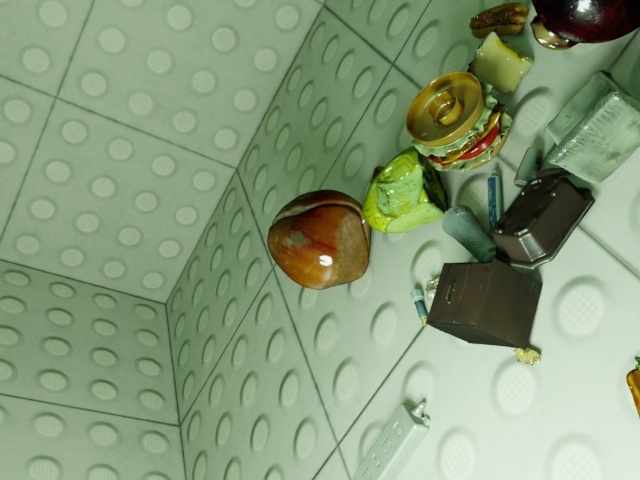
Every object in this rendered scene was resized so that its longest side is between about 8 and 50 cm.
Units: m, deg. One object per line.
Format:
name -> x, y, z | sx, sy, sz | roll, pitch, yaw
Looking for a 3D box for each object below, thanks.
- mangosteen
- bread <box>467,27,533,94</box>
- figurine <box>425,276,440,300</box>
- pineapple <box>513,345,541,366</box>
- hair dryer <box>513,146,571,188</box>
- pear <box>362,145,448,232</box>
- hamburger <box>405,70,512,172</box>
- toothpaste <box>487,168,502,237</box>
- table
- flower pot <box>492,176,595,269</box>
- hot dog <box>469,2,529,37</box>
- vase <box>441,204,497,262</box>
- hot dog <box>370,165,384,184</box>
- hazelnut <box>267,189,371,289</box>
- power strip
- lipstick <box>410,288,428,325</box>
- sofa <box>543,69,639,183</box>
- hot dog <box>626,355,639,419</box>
mangosteen -> 0.635, -0.595, 1.521 | 0.347, 0.307, 0.307 | 103, 180, -78
bread -> 0.487, -0.522, 1.845 | 0.140, 0.160, 0.169 | -57, 31, 23
figurine -> 0.329, 0.137, 1.836 | 0.050, 0.047, 0.083 | -32, 37, 29
pineapple -> 0.476, 0.267, 1.509 | 0.045, 0.019, 0.083 | -63, 27, 0
hair dryer -> 0.565, -0.176, 1.620 | 0.154, 0.054, 0.106 | 16, 82, 52
pear -> 0.236, -0.155, 1.964 | 0.255, 0.164, 0.238 | -23, 62, 29
hamburger -> 0.395, -0.318, 1.817 | 0.274, 0.212, 0.274 | -26, 47, 32
toothpaste -> 0.469, -0.105, 1.746 | 0.057, 0.035, 0.197 | 129, 149, -62
table -> 0.385, 0.151, 1.564 | 0.193, 0.172, 0.169 | -6, 62, 61
flower pot -> 0.499, -0.056, 1.503 | 0.251, 0.084, 0.179 | -50, 24, -15
hot dog -> 0.531, -0.663, 1.950 | 0.102, 0.076, 0.249 | -65, 27, 2
vase -> 0.412, -0.001, 1.723 | 0.096, 0.096, 0.219 | -59, 33, 21
hot dog -> 0.215, -0.199, 2.243 | 0.090, 0.060, 0.140 | -63, 22, 22
hazelnut -> 0.000, 0.000, 2.189 | 0.315, 0.372, 0.372 | 97, 167, -44
power strip -> 0.194, 0.575, 1.771 | 0.338, 0.058, 0.098 | -61, 29, 17
lipstick -> 0.291, 0.196, 1.874 | 0.037, 0.037, 0.116 | -48, 40, 35
sofa -> 0.599, -0.271, 1.466 | 0.210, 0.176, 0.225 | -51, 33, 32
hot dog -> 0.618, 0.304, 1.189 | 0.072, 0.055, 0.188 | -40, 40, 39
